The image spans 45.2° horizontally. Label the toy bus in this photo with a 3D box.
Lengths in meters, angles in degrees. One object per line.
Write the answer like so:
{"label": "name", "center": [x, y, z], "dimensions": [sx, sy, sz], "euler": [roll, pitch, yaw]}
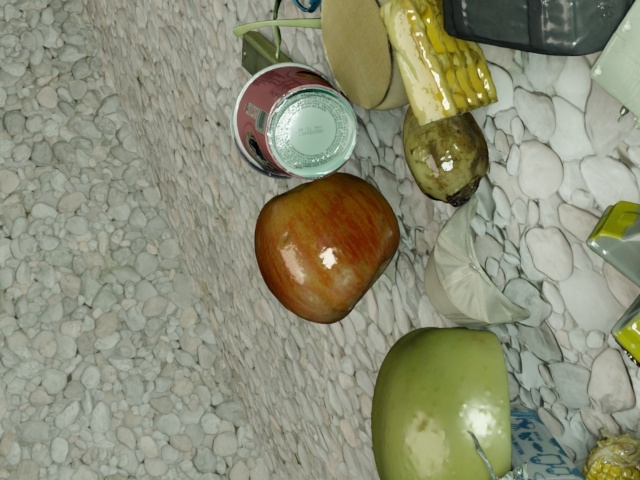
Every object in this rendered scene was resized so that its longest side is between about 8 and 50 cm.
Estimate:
{"label": "toy bus", "center": [0.323, 0.370, 1.167], "dimensions": [0.297, 0.106, 0.131], "euler": [-97, 3, -79]}

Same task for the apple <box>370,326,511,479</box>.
{"label": "apple", "center": [0.224, 0.325, 1.280], "dimensions": [0.312, 0.320, 0.360], "euler": [-2, 83, 41]}

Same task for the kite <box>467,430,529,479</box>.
{"label": "kite", "center": [0.243, 0.334, 1.064], "dimensions": [0.139, 0.011, 0.156], "euler": [-47, 61, 42]}

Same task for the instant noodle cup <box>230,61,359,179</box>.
{"label": "instant noodle cup", "center": [-0.038, -0.209, 1.424], "dimensions": [0.255, 0.244, 0.243], "euler": [-133, 30, -71]}

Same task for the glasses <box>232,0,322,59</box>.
{"label": "glasses", "center": [-0.053, -0.427, 1.491], "dimensions": [0.102, 0.207, 0.239], "euler": [43, -174, -48]}

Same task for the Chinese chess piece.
{"label": "Chinese chess piece", "center": [0.093, -0.342, 1.289], "dimensions": [0.250, 0.103, 0.249], "euler": [47, 147, 43]}

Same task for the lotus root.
{"label": "lotus root", "center": [0.189, -0.157, 1.191], "dimensions": [0.138, 0.138, 0.214], "euler": [140, 122, -64]}

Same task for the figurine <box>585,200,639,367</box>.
{"label": "figurine", "center": [0.413, -0.011, 0.766], "dimensions": [0.342, 0.167, 0.285], "euler": [65, 151, 18]}

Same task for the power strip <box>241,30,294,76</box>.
{"label": "power strip", "center": [-0.076, -0.353, 1.695], "dimensions": [0.387, 0.066, 0.092], "euler": [50, 147, 43]}

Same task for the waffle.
{"label": "waffle", "center": [0.165, -0.246, 1.037], "dimensions": [0.057, 0.274, 0.168], "euler": [-19, 96, 28]}

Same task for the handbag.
{"label": "handbag", "center": [0.251, -0.325, 0.876], "dimensions": [0.254, 0.181, 0.181], "euler": [35, 145, 52]}

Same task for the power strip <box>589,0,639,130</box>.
{"label": "power strip", "center": [0.378, -0.260, 0.714], "dimensions": [0.106, 0.043, 0.367], "euler": [56, 137, 33]}

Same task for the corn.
{"label": "corn", "center": [0.421, 0.405, 1.126], "dimensions": [0.106, 0.106, 0.293], "euler": [40, 139, 50]}

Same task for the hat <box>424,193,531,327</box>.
{"label": "hat", "center": [0.220, 0.061, 1.271], "dimensions": [0.226, 0.164, 0.219], "euler": [-35, 75, 46]}

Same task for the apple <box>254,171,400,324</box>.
{"label": "apple", "center": [0.000, 0.000, 1.489], "dimensions": [0.301, 0.302, 0.301], "euler": [45, 145, 45]}
